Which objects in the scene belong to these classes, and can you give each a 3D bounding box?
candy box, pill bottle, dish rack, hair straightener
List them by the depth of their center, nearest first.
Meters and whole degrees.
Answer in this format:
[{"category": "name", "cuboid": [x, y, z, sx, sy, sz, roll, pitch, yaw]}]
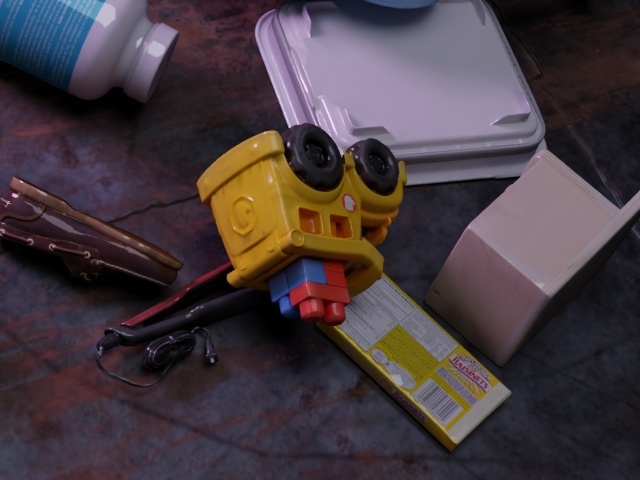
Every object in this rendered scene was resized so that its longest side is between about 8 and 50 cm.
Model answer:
[{"category": "hair straightener", "cuboid": [-0.140, 0.093, 1.904, 0.230, 0.047, 0.089, -25, 68, -39]}, {"category": "candy box", "cuboid": [0.103, 0.130, 1.985, 0.206, 0.027, 0.105, 43, 50, 12]}, {"category": "pill bottle", "cuboid": [-0.297, -0.252, 2.036, 0.264, 0.146, 0.146, 26, 51, -1]}, {"category": "dish rack", "cuboid": [0.109, -0.201, 2.202, 0.333, 0.072, 0.285, -7, 59, -23]}]

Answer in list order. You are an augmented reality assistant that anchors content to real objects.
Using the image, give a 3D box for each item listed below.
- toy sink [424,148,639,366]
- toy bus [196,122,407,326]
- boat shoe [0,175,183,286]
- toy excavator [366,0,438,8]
[{"category": "toy sink", "cuboid": [0.247, 0.002, 2.053, 0.131, 0.153, 0.234, 41, 53, 12]}, {"category": "toy bus", "cuboid": [0.000, 0.000, 1.948, 0.220, 0.149, 0.211, 8, 58, -42]}, {"category": "boat shoe", "cuboid": [-0.250, 0.006, 1.922, 0.207, 0.073, 0.073, 25, 88, 2]}, {"category": "toy excavator", "cuboid": [0.151, -0.391, 2.232, 0.445, 0.222, 0.433, 28, 33, 6]}]
